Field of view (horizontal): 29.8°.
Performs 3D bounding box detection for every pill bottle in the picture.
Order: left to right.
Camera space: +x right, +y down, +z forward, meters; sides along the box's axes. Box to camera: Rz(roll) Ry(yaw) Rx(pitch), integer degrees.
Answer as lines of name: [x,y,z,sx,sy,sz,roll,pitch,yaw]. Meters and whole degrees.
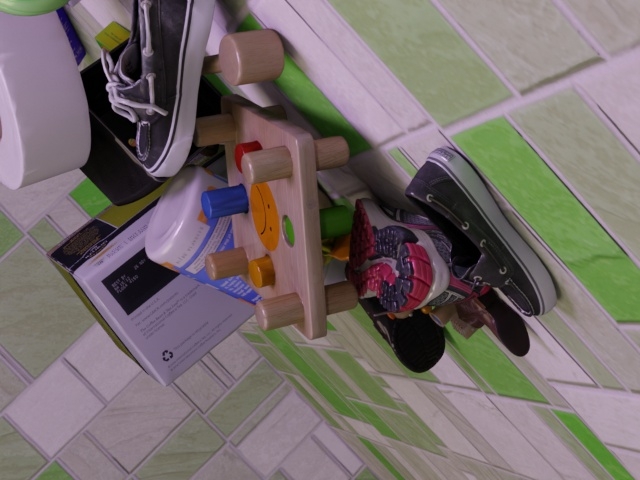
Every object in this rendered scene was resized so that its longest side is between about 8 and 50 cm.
pill bottle: [-0.101,0.011,1.733,0.272,0.152,0.152,27,176,-24]

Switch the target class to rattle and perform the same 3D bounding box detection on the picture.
rattle: [-0.014,-0.059,1.628,0.143,0.130,0.199,-6,102,62]

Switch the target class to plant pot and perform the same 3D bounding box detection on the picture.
plant pot: [-0.264,-0.158,1.718,0.188,0.187,0.167,45,141,-2]

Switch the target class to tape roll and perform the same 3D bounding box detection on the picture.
tape roll: [-0.411,-0.215,1.603,0.286,0.100,0.286,43,145,40]

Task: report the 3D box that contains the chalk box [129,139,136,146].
chalk box: [-0.335,-0.191,2.108,0.132,0.132,0.213,33,164,45]

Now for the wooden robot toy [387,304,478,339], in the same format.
wooden robot toy: [0.126,0.083,1.597,0.173,0.079,0.076,42,167,20]

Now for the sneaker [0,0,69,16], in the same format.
sneaker: [-0.444,-0.462,1.333,0.483,0.185,0.202,35,142,-8]

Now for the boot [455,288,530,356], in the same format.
boot: [0.208,0.102,1.482,0.106,0.037,0.114,58,166,5]

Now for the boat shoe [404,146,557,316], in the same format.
boat shoe: [0.162,0.009,1.238,0.228,0.076,0.080,53,166,-30]

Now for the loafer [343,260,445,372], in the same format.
loafer: [0.107,0.098,1.743,0.220,0.080,0.078,57,174,-25]

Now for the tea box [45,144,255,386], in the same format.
tea box: [-0.226,0.023,1.941,0.220,0.329,0.323,56,166,-20]

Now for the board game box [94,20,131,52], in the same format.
board game box: [-0.266,-0.262,1.858,0.181,0.043,0.092,36,164,35]

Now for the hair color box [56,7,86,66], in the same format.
hair color box: [-0.549,-0.405,2.088,0.185,0.110,0.339,25,164,13]

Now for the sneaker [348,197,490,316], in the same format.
sneaker: [0.104,0.024,1.423,0.299,0.112,0.121,-137,50,-71]

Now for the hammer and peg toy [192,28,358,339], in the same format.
hammer and peg toy: [-0.064,-0.088,1.457,0.266,0.127,0.361,-146,47,-60]

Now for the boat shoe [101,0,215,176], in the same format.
boat shoe: [-0.200,-0.192,1.413,0.306,0.105,0.113,112,145,-49]

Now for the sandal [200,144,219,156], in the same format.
sandal: [-0.248,-0.185,1.912,0.219,0.060,0.090,33,-163,23]

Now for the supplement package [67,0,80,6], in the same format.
supplement package: [-0.349,-0.390,1.566,0.179,0.105,0.105,30,159,50]
